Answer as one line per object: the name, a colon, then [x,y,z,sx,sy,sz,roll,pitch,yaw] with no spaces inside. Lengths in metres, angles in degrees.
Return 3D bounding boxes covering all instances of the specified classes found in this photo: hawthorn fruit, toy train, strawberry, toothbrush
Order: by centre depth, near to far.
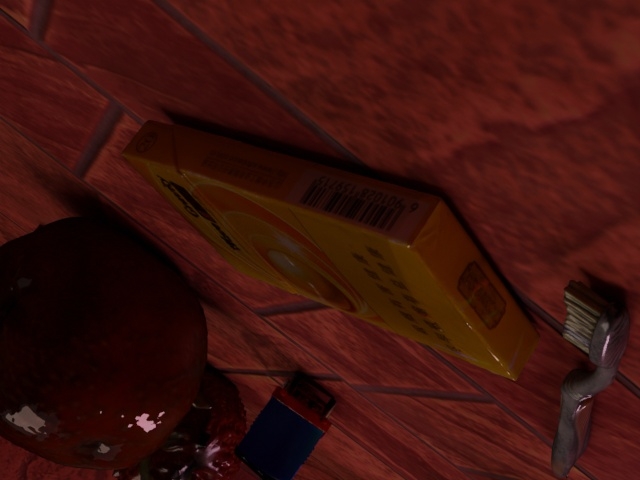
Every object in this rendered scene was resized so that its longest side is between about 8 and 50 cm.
toothbrush: [0.167,0.109,0.706,0.037,0.028,0.375,35,166,23]
hawthorn fruit: [-0.252,0.121,1.219,0.300,0.275,0.275,28,167,-16]
toy train: [-0.044,0.240,1.352,0.083,0.131,0.204,33,165,6]
strawberry: [-0.222,0.334,1.814,0.261,0.261,0.257,20,177,44]

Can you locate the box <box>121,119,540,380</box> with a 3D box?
box: [0.000,0.000,0.704,0.269,0.043,0.152,20,158,43]

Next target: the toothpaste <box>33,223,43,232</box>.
toothpaste: [-0.308,0.062,1.489,0.320,0.076,0.066,20,159,42]
